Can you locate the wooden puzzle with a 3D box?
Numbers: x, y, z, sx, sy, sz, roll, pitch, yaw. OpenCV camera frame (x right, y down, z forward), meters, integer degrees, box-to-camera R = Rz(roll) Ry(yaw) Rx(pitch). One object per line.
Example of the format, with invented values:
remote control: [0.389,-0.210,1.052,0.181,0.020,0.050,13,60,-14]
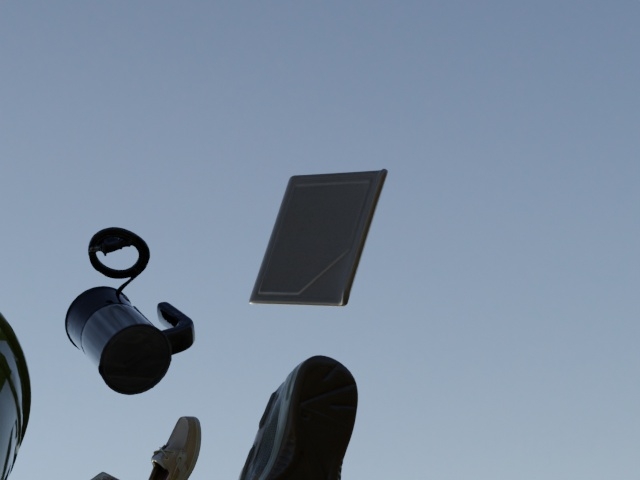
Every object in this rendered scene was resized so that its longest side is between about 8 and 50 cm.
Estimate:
wooden puzzle: [0.000,0.000,2.147,0.044,0.221,0.238,31,-22,-35]

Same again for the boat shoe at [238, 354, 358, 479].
boat shoe: [-0.040,0.270,1.519,0.109,0.302,0.098,28,-35,-20]

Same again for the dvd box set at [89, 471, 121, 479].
dvd box set: [-0.235,0.587,2.436,0.062,0.420,0.308,-34,-62,-30]

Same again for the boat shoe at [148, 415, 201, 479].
boat shoe: [-0.236,0.351,2.196,0.059,0.170,0.063,27,-18,-35]

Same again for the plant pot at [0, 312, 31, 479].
plant pot: [-0.480,0.246,1.428,0.366,0.353,0.366,-4,-66,-10]

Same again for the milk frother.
milk frother: [-0.222,0.076,1.579,0.129,0.135,0.143,-31,-62,-16]
